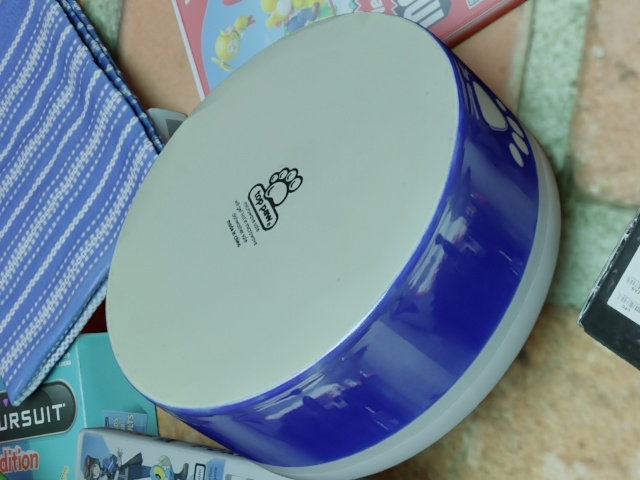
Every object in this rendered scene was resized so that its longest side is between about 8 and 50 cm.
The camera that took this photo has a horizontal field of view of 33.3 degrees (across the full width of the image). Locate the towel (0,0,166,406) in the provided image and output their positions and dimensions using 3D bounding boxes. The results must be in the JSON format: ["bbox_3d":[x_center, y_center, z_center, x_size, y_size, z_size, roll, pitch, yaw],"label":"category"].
[{"bbox_3d":[-0.248,-0.064,0.900,0.243,0.040,0.336,-52,48,18],"label":"towel"}]

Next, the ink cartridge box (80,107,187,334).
[{"bbox_3d":[-0.168,-0.010,0.882,0.179,0.045,0.145,-23,74,34],"label":"ink cartridge box"}]

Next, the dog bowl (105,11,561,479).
[{"bbox_3d":[0.000,0.000,0.632,0.265,0.104,0.265,-25,46,29],"label":"dog bowl"}]

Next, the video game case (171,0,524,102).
[{"bbox_3d":[0.006,-0.194,0.756,0.285,0.025,0.204,-29,71,35],"label":"video game case"}]

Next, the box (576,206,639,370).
[{"bbox_3d":[0.233,0.052,0.481,0.180,0.147,0.077,37,111,33],"label":"box"}]

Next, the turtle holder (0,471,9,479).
[{"bbox_3d":[-0.302,0.304,0.742,0.227,0.243,0.320,45,118,35],"label":"turtle holder"}]

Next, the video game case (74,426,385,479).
[{"bbox_3d":[-0.070,0.300,0.681,0.300,0.036,0.329,0,85,44],"label":"video game case"}]

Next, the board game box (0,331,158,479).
[{"bbox_3d":[-0.237,0.263,0.906,0.253,0.079,0.336,-16,79,38],"label":"board game box"}]
